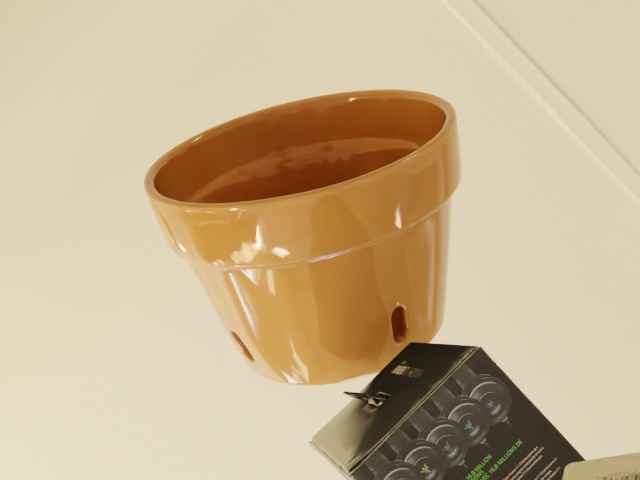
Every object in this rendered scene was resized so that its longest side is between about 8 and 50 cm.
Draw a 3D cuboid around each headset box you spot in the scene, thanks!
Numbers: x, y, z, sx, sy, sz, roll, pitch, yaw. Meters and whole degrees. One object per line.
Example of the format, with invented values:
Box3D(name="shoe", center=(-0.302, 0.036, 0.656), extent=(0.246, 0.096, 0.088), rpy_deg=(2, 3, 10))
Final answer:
Box3D(name="headset box", center=(0.130, 0.207, 0.908), extent=(0.131, 0.246, 0.283), rpy_deg=(-43, -88, -8))

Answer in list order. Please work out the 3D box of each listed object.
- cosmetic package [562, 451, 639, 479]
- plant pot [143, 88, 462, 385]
Box3D(name="cosmetic package", center=(0.136, 0.135, 0.444), extent=(0.060, 0.041, 0.115), rpy_deg=(-17, -66, 30))
Box3D(name="plant pot", center=(0.000, 0.000, 1.112), extent=(0.290, 0.291, 0.204), rpy_deg=(-15, -67, -5))
